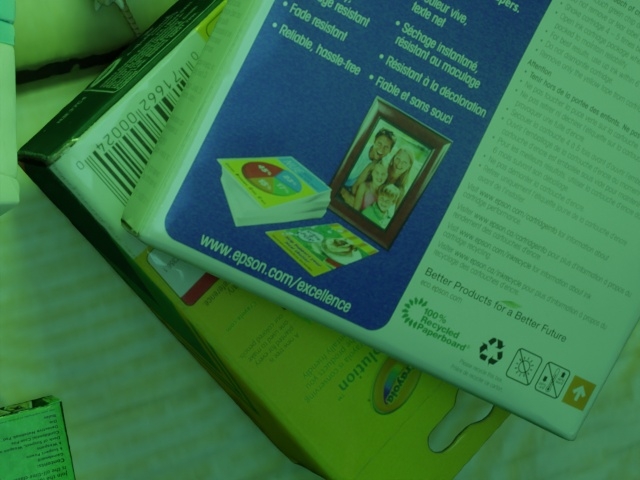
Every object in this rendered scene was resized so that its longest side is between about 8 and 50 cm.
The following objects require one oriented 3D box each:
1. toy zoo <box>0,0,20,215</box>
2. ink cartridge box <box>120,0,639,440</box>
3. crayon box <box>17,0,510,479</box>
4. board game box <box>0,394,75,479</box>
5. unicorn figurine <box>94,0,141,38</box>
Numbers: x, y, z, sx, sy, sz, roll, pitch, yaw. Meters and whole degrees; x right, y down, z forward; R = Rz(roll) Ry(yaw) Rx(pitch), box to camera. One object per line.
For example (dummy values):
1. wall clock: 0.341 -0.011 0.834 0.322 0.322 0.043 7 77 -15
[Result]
1. toy zoo: -0.241 -0.123 0.874 0.192 0.030 0.293 13 63 -39
2. ink cartridge box: 0.088 -0.081 0.975 0.303 0.072 0.307 26 92 -24
3. crayon box: 0.000 0.000 1.045 0.202 0.081 0.318 -45 111 -14
4. board game box: -0.259 0.183 0.982 0.259 0.030 0.136 -12 97 -22
5. unicorn figurine: -0.104 -0.203 0.984 0.060 0.162 0.111 9 63 -18
